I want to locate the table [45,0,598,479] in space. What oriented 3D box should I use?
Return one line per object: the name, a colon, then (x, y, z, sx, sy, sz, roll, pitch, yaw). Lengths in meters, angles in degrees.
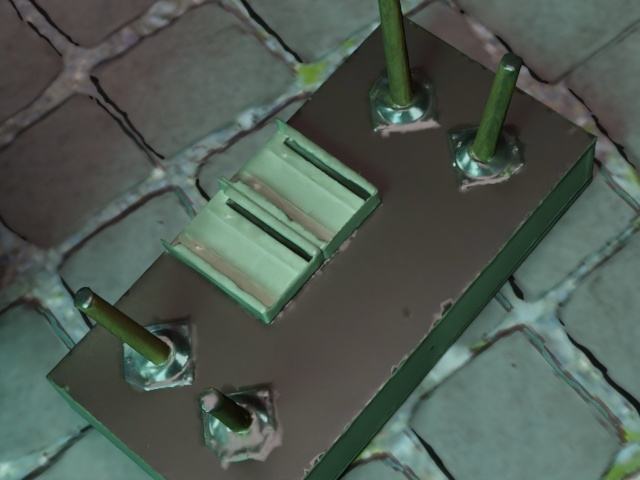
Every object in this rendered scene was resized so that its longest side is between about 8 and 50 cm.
table: (0.000, 0.000, 0.599, 0.122, 0.111, 0.240, 35, 73, 23)
